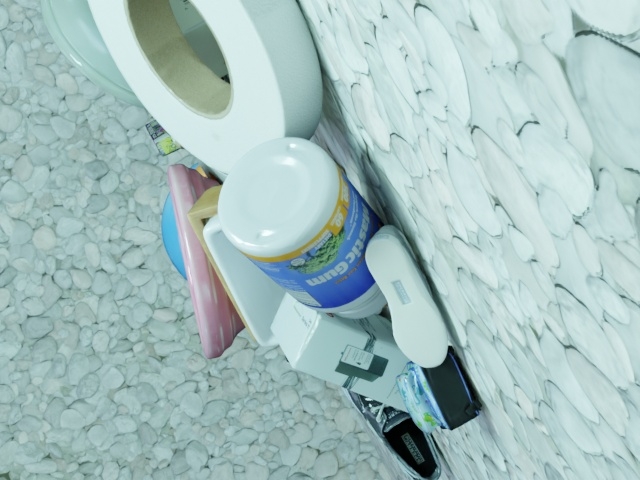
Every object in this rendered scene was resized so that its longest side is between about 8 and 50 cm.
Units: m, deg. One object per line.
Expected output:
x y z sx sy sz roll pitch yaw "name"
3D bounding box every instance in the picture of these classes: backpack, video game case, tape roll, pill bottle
0.147 0.194 1.253 0.105 0.084 0.114 64 177 5 "backpack"
-0.280 -0.270 2.151 0.042 0.210 0.232 64 174 -21 "video game case"
-0.156 -0.255 1.213 0.392 0.072 0.392 37 151 25 "tape roll"
0.000 0.000 1.200 0.152 0.152 0.272 58 -173 35 "pill bottle"

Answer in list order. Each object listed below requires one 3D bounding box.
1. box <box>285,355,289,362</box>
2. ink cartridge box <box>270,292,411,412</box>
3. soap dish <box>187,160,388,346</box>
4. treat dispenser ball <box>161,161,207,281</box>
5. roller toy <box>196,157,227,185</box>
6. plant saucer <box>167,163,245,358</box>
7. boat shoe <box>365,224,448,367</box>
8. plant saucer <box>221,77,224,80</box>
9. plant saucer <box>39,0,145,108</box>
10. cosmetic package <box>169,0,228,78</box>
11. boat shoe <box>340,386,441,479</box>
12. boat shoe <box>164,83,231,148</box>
0.047 0.212 1.676 0.216 0.060 0.270 21 169 3 "box"
0.047 0.150 1.376 0.208 0.087 0.153 25 -171 -21 "ink cartridge box"
-0.041 0.015 1.444 0.118 0.229 0.291 -100 -9 -47 "soap dish"
-0.169 -0.030 1.909 0.288 0.288 0.288 61 174 12 "treat dispenser ball"
-0.113 -0.130 1.680 0.209 0.146 0.191 55 170 -21 "roller toy"
-0.187 0.030 1.626 0.332 0.084 0.332 168 90 -80 "plant saucer"
0.107 0.066 1.167 0.184 0.066 0.063 59 -152 -16 "boat shoe"
-0.343 -0.396 2.086 0.259 0.048 0.258 45 -143 -4 "plant saucer"
-0.370 -0.449 1.984 0.400 0.100 0.400 26 -137 -27 "plant saucer"
-0.197 -0.354 1.497 0.153 0.129 0.296 60 173 3 "cosmetic package"
0.134 0.333 1.848 0.301 0.108 0.102 59 174 2 "boat shoe"
-0.207 -0.246 1.721 0.092 0.103 0.285 45 -151 -3 "boat shoe"
